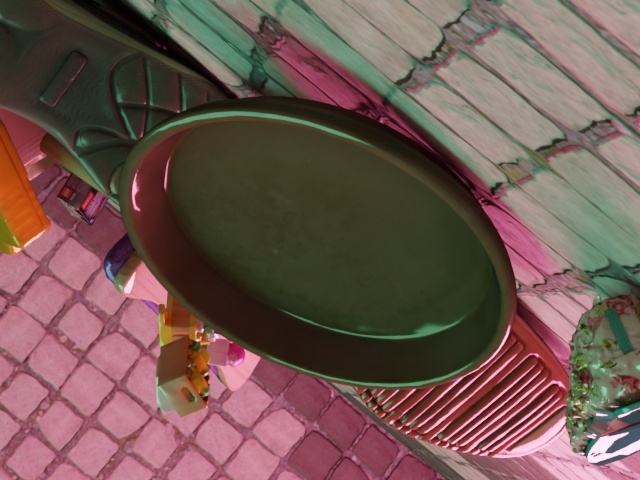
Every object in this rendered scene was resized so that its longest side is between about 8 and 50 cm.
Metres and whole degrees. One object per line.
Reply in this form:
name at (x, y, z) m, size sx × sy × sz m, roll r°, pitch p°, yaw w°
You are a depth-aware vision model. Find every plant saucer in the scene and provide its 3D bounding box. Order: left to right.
plant saucer at (0.000, 0.000, 1.249) m, size 0.277 × 0.041 × 0.278 m, roll 15°, pitch 144°, yaw 11°

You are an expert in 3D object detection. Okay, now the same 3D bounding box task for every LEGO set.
LEGO set at (-0.069, 0.054, 1.493) m, size 0.107 × 0.132 × 0.287 m, roll 0°, pitch -175°, yaw -1°

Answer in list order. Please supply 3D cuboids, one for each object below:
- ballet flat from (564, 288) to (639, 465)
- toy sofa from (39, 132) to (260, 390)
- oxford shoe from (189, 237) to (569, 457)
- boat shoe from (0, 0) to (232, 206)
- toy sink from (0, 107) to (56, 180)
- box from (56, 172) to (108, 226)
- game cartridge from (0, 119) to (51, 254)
ballet flat at (0.192, 0.084, 1.190) m, size 0.241 × 0.091 × 0.077 m, roll 81°, pitch 168°, yaw -74°
toy sofa at (-0.131, -0.008, 1.796) m, size 0.150 × 0.177 × 0.362 m, roll 35°, pitch 173°, yaw 26°
oxford shoe at (0.050, 0.028, 1.452) m, size 0.397 × 0.140 × 0.146 m, roll 38°, pitch -156°, yaw -28°
boat shoe at (-0.171, -0.132, 1.541) m, size 0.355 × 0.132 × 0.130 m, roll 37°, pitch -160°, yaw -22°
toy sink at (-0.292, -0.144, 1.775) m, size 0.234 × 0.131 × 0.153 m, roll 59°, pitch 166°, yaw -19°
box at (-0.203, -0.085, 1.829) m, size 0.027 × 0.137 × 0.094 m, roll 30°, pitch 173°, yaw 7°
game cartridge at (-0.384, -0.146, 1.681) m, size 0.285 × 0.052 × 0.324 m, roll 19°, pitch 142°, yaw 46°
